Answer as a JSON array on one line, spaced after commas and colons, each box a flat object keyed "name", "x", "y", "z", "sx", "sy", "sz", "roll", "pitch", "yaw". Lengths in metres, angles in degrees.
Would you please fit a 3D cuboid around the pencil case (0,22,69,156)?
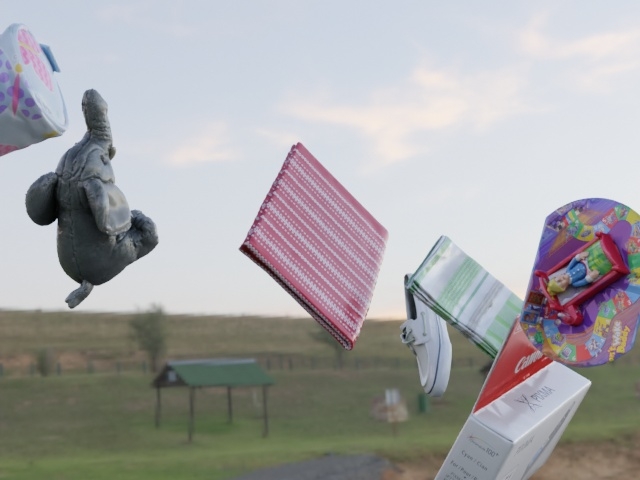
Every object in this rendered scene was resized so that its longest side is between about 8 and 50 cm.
[{"name": "pencil case", "x": -0.375, "y": -0.107, "z": 0.951, "sx": 0.273, "sy": 0.113, "sz": 0.124, "roll": -21, "pitch": 18, "yaw": 3}]

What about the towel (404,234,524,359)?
[{"name": "towel", "x": 0.196, "y": 0.070, "z": 1.331, "sx": 0.113, "sy": 0.152, "sz": 0.023, "roll": -50, "pitch": -2, "yaw": -38}]

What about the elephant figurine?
[{"name": "elephant figurine", "x": -0.348, "y": -0.063, "z": 1.495, "sx": 0.169, "sy": 0.186, "sz": 0.239, "roll": -23, "pitch": -44, "yaw": -11}]

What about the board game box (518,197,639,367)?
[{"name": "board game box", "x": 0.250, "y": 0.038, "z": 0.986, "sx": 0.033, "sy": 0.169, "sz": 0.133, "roll": 14, "pitch": 1, "yaw": -42}]

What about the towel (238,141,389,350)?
[{"name": "towel", "x": 0.000, "y": 0.000, "z": 1.338, "sx": 0.031, "sy": 0.199, "sz": 0.275, "roll": -37, "pitch": 17, "yaw": 31}]

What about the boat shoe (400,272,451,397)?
[{"name": "boat shoe", "x": 0.169, "y": 0.156, "z": 1.706, "sx": 0.075, "sy": 0.226, "sz": 0.083, "roll": 10, "pitch": -38, "yaw": -12}]

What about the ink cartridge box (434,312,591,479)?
[{"name": "ink cartridge box", "x": 0.255, "y": 0.190, "z": 1.221, "sx": 0.066, "sy": 0.261, "sz": 0.296, "roll": 32, "pitch": 21, "yaw": 24}]
